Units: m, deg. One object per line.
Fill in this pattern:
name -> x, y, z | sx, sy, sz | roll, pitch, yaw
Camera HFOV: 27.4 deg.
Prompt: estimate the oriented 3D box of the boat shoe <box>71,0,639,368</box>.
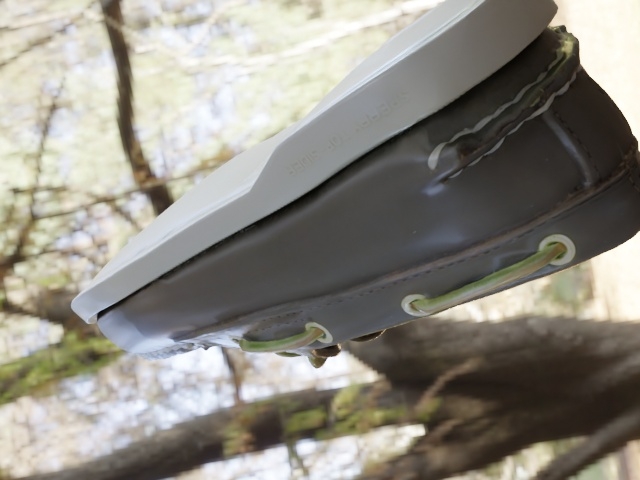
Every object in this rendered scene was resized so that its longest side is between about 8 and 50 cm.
boat shoe -> -0.003, 0.003, 0.507 | 0.091, 0.305, 0.109 | 50, -126, -8
